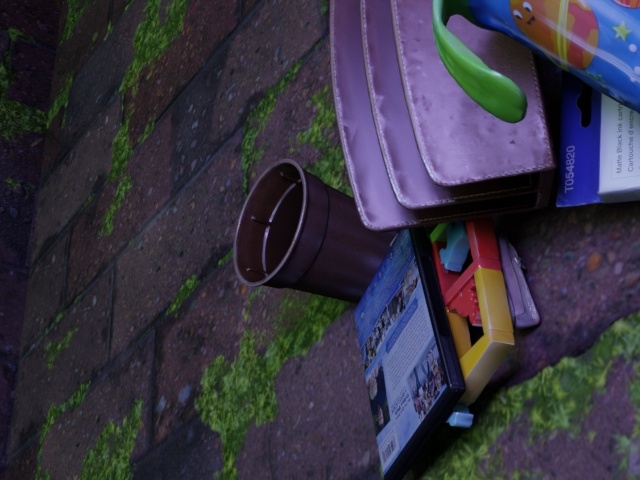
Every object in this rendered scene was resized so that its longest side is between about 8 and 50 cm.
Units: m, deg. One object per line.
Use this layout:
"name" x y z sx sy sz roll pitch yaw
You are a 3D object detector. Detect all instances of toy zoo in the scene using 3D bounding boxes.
"toy zoo" 0.142 0.073 1.214 0.192 0.030 0.293 123 151 -48

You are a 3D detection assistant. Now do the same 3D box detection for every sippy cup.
"sippy cup" 0.259 -0.224 0.909 0.224 0.240 0.305 46 113 24

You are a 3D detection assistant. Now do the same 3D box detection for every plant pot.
"plant pot" 0.000 0.000 1.398 0.167 0.165 0.167 -34 46 45

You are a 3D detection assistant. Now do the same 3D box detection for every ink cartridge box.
"ink cartridge box" 0.313 -0.149 1.013 0.224 0.045 0.223 -7 72 40

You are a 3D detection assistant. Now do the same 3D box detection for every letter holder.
"letter holder" 0.110 -0.179 1.133 0.152 0.214 0.301 54 -152 -74

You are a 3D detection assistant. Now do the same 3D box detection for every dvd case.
"dvd case" 0.095 0.121 1.242 0.253 0.022 0.180 -99 27 -44

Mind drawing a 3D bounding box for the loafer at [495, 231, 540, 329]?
"loafer" 0.206 0.044 1.172 0.045 0.039 0.125 93 175 -51
